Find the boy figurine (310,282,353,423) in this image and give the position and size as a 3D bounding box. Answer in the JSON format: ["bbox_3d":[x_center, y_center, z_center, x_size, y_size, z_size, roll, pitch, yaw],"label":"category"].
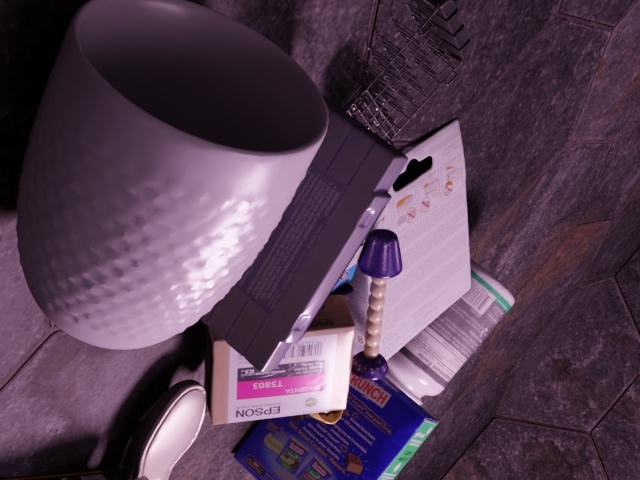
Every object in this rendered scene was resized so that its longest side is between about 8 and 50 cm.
[{"bbox_3d":[-0.008,0.207,1.911,0.177,0.092,0.285,-24,127,-41],"label":"boy figurine"}]

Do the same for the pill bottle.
[{"bbox_3d":[0.229,0.200,2.309,0.361,0.204,0.204,-50,156,0],"label":"pill bottle"}]

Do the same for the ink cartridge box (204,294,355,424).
[{"bbox_3d":[-0.070,0.195,1.762,0.235,0.088,0.193,-6,127,-12],"label":"ink cartridge box"}]

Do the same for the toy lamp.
[{"bbox_3d":[0.096,0.110,1.880,0.080,0.080,0.274,-25,131,-45],"label":"toy lamp"}]

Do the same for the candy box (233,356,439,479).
[{"bbox_3d":[0.031,0.397,2.165,0.317,0.268,0.122,-52,159,3],"label":"candy box"}]

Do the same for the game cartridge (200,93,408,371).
[{"bbox_3d":[-0.057,-0.023,1.467,0.355,0.230,0.068,-58,162,16],"label":"game cartridge"}]

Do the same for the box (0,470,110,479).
[{"bbox_3d":[-0.481,0.511,1.677,0.322,0.079,0.257,-55,158,8],"label":"box"}]

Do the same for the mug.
[{"bbox_3d":[-0.174,-0.077,1.197,0.328,0.276,0.374,-60,-175,32],"label":"mug"}]

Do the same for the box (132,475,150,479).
[{"bbox_3d":[-0.347,0.455,1.623,0.275,0.094,0.113,-11,134,-56],"label":"box"}]

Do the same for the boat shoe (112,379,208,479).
[{"bbox_3d":[-0.289,0.354,1.794,0.112,0.095,0.335,-1,122,-46],"label":"boat shoe"}]

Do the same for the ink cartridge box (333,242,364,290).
[{"bbox_3d":[0.000,0.000,1.771,0.148,0.086,0.203,-28,147,-40],"label":"ink cartridge box"}]

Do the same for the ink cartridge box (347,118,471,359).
[{"bbox_3d":[0.154,-0.004,2.019,0.308,0.091,0.385,-34,128,-37],"label":"ink cartridge box"}]

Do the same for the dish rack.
[{"bbox_3d":[0.118,-0.252,1.644,0.271,0.074,0.208,-49,155,0],"label":"dish rack"}]
